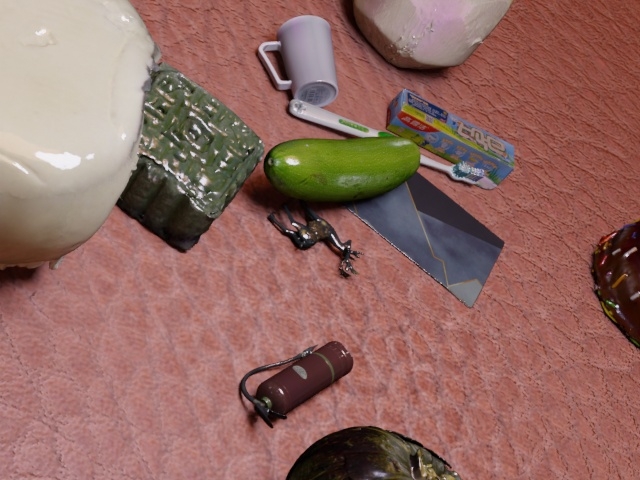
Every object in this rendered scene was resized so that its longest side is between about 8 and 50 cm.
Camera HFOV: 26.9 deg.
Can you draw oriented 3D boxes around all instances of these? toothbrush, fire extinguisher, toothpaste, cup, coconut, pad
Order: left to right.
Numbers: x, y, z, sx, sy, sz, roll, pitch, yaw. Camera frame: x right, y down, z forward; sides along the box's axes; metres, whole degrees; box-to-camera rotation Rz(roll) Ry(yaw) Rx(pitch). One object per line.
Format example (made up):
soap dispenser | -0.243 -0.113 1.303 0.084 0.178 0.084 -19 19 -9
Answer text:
fire extinguisher | -0.032 0.155 1.475 0.078 0.045 0.157 27 35 28
cup | -0.030 -0.241 1.807 0.104 0.074 0.116 -4 59 -11
toothbrush | 0.091 -0.132 1.826 0.303 0.030 0.030 19 46 -21
pad | 0.133 -0.029 1.788 0.243 0.004 0.164 39 41 -4
coconut | 0.170 -0.371 1.941 0.227 0.230 0.227 21 46 -23
toothpaste | 0.185 -0.139 1.892 0.193 0.044 0.070 25 43 -18

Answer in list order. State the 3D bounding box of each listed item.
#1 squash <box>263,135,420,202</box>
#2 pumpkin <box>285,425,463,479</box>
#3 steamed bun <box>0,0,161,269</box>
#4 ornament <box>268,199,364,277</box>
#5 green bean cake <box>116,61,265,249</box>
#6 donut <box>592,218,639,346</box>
squash | 0.033 -0.090 1.685 0.292 0.082 0.082 -7 59 -52
pumpkin | 0.074 0.288 1.333 0.238 0.159 0.238 27 22 -12
steamed bun | -0.339 -0.132 1.342 0.312 0.233 0.334 26 46 -13
ornament | 0.000 0.000 1.643 0.125 0.028 0.073 48 41 10
green bean cake | -0.167 -0.104 1.554 0.173 0.094 0.181 39 42 -4
donut | 0.500 0.063 1.927 0.235 0.089 0.235 19 47 -22
